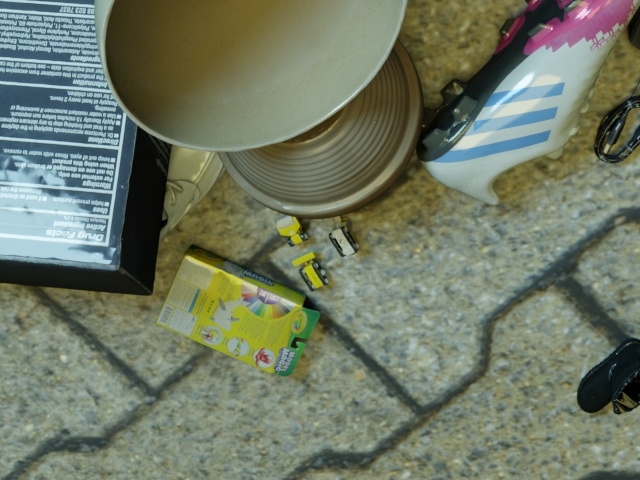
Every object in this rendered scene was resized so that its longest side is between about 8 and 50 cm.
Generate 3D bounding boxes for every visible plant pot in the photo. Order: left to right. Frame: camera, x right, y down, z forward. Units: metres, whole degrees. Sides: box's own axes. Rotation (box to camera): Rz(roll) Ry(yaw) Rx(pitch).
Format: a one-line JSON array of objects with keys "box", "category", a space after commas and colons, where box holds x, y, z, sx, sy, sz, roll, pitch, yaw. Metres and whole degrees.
[{"box": [-0.087, -0.250, 1.066, 0.284, 0.191, 0.284, -16, 140, -14], "category": "plant pot"}, {"box": [-0.015, -0.148, 1.210, 0.237, 0.110, 0.237, -2, 81, 14], "category": "plant pot"}]

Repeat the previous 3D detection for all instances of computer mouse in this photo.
[{"box": [0.355, -0.194, 1.244, 0.071, 0.041, 0.242, 13, 112, 0], "category": "computer mouse"}]

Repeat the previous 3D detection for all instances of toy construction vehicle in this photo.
[{"box": [0.000, 0.000, 1.359, 0.086, 0.035, 0.098, -28, 103, 26], "category": "toy construction vehicle"}]

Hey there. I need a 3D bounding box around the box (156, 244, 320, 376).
[{"box": [-0.098, 0.088, 1.394, 0.179, 0.043, 0.105, 25, 111, -2], "category": "box"}]

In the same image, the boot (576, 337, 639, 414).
[{"box": [0.351, 0.175, 1.351, 0.045, 0.099, 0.121, 36, 110, -6], "category": "boot"}]

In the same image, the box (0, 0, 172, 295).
[{"box": [-0.318, -0.106, 1.208, 0.296, 0.183, 0.294, 5, 77, 4], "category": "box"}]

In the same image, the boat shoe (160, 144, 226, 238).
[{"box": [-0.184, -0.054, 1.325, 0.095, 0.084, 0.258, 33, 110, -6], "category": "boat shoe"}]

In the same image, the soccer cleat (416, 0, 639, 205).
[{"box": [0.249, -0.176, 1.236, 0.143, 0.116, 0.331, 36, 113, -24], "category": "soccer cleat"}]
